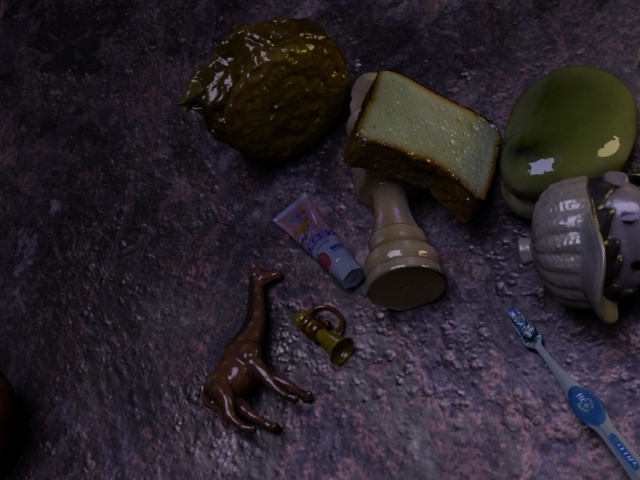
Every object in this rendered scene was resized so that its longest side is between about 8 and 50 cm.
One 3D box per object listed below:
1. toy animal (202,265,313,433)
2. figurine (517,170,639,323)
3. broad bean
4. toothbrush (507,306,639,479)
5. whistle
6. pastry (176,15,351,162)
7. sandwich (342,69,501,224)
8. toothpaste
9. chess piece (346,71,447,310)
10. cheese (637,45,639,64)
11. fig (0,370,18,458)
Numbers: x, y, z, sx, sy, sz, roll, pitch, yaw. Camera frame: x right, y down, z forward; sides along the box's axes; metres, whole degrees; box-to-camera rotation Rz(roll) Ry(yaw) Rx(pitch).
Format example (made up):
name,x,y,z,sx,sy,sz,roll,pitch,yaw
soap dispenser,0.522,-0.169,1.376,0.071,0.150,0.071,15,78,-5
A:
name,x,y,z,sx,sy,sz,roll,pitch,yaw
toy animal,-0.094,0.158,1.703,0.224,0.066,0.230,-38,56,-16
figurine,0.434,-0.020,1.548,0.332,0.185,0.204,-20,12,-14
broad bean,0.354,-0.152,1.670,0.189,0.121,0.263,14,65,28
toothbrush,0.346,0.221,1.483,0.040,0.040,0.386,-34,49,1
whistle,0.006,0.127,1.693,0.057,0.046,0.109,-51,49,6
pastry,-0.070,-0.236,1.820,0.132,0.235,0.240,38,91,30
sandwich,0.151,-0.142,1.694,0.215,0.065,0.186,24,46,-7
toothpaste,0.000,0.000,1.773,0.067,0.043,0.194,-42,49,-1
chess piece,0.102,-0.091,1.744,0.117,0.117,0.397,-16,54,13
cheese,0.514,-0.273,1.730,0.083,0.030,0.044,-3,54,13
fig,-0.576,0.266,1.752,0.235,0.214,0.235,-24,30,15
